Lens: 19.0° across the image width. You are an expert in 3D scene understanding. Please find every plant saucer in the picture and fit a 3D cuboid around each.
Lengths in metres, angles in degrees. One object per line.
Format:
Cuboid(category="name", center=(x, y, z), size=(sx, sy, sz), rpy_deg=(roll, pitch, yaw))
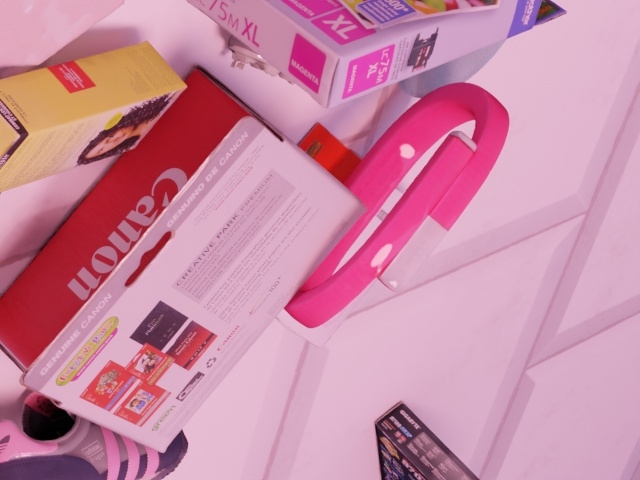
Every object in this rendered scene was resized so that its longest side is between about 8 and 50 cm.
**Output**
Cuboid(category="plant saucer", center=(0.134, -0.233, 1.911), size=(0.195, 0.037, 0.195), rpy_deg=(-34, 148, -24))

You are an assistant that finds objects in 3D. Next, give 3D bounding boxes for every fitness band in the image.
Cuboid(category="fitness band", center=(0.067, -0.036, 1.856), size=(0.054, 0.209, 0.291), rpy_deg=(41, 82, -19))

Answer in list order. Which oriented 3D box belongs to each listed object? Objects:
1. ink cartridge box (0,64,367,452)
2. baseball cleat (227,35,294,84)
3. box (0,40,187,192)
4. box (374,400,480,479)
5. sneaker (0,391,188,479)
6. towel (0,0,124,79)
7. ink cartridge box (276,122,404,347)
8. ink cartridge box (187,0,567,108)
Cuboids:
Cuboid(category="ink cartridge box", center=(-0.143, 0.012, 1.730), size=(0.309, 0.130, 0.272), rpy_deg=(-50, 151, 1))
Cuboid(category="baseball cleat", center=(-0.011, -0.191, 1.750), size=(0.206, 0.072, 0.109), rpy_deg=(9, 105, -62))
Cuboid(category="box", center=(-0.206, -0.097, 1.520), size=(0.087, 0.058, 0.232), rpy_deg=(-46, 168, 32))
Cuboid(category="box", center=(0.159, 0.331, 2.433), size=(0.051, 0.220, 0.175), rpy_deg=(-35, 148, -18))
Cuboid(category="sneaker", center=(-0.225, 0.194, 1.861), size=(0.112, 0.131, 0.319), rpy_deg=(-19, -176, 19))
Cuboid(category="towel", center=(-0.225, -0.259, 1.373), size=(0.317, 0.053, 0.332), rpy_deg=(-38, 150, -16))
Cuboid(category="ink cartridge box", center=(0.000, 0.000, 1.992), size=(0.189, 0.066, 0.232), rpy_deg=(-50, 155, 2))
Cuboid(category="ink cartridge box", center=(0.059, -0.223, 1.664), size=(0.311, 0.186, 0.065), rpy_deg=(-22, 140, -40))
